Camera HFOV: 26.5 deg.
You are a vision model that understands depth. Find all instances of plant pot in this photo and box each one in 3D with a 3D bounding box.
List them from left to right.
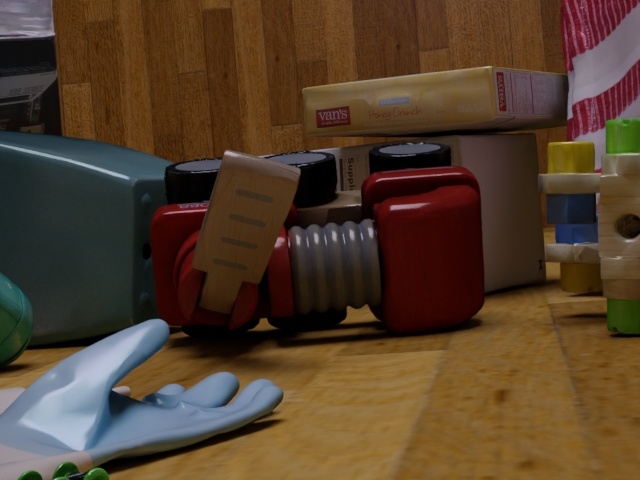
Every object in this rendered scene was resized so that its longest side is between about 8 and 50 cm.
[{"bbox_3d":[-0.212,-0.002,1.026,0.234,0.166,0.165,3,5,24],"label":"plant pot"}]

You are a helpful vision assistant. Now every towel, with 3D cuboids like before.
[{"bbox_3d":[0.253,-0.152,1.026,0.037,0.329,0.237,15,-32,-16],"label":"towel"}]

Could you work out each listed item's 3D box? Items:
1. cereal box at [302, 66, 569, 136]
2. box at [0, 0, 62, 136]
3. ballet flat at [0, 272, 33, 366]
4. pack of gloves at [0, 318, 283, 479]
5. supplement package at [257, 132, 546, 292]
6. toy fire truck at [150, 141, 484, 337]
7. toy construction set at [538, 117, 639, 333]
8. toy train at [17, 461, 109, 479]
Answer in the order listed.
[{"bbox_3d":[0.117,-0.115,1.163,0.173,0.047,0.240,-3,3,31],"label":"cereal box"},{"bbox_3d":[-0.347,-0.061,1.199,0.242,0.308,0.076,-4,39,-11],"label":"box"},{"bbox_3d":[-0.301,0.037,0.846,0.247,0.083,0.087,-2,-38,16],"label":"ballet flat"},{"bbox_3d":[-0.142,0.061,0.530,0.195,0.046,0.232,-3,2,35],"label":"pack of gloves"},{"bbox_3d":[0.060,-0.019,1.207,0.244,0.134,0.139,-3,2,36],"label":"supplement package"},{"bbox_3d":[0.000,0.000,0.840,0.217,0.159,0.246,-4,13,-3],"label":"toy fire truck"},{"bbox_3d":[0.284,-0.022,0.763,0.327,0.151,0.215,-15,-1,12],"label":"toy construction set"},{"bbox_3d":[-0.084,0.072,0.330,0.017,0.024,0.083,3,6,39],"label":"toy train"}]
